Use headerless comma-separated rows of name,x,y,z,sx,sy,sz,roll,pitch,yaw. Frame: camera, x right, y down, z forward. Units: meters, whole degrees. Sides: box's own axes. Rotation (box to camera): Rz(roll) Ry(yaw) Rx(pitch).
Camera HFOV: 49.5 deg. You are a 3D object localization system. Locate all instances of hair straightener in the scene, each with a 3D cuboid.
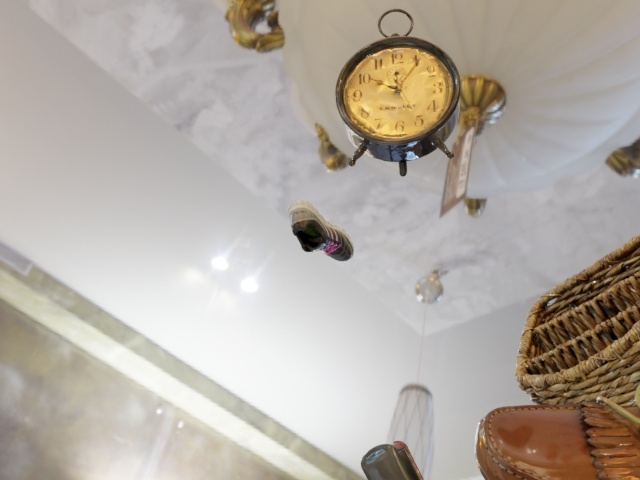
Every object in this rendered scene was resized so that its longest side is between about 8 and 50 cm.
hair straightener,0.093,0.292,0.614,0.047,0.231,0.089,-28,-23,15

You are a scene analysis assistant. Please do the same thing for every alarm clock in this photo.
alarm clock,0.083,-0.166,0.744,0.129,0.192,0.064,-2,-18,10

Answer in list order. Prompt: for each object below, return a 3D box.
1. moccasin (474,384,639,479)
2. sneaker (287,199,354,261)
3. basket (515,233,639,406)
moccasin,0.337,0.203,0.639,0.379,0.139,0.147,8,-53,9
sneaker,0.000,0.000,1.297,0.063,0.075,0.170,-26,-50,28
basket,0.436,0.149,1.074,0.299,0.213,0.223,-44,-111,47
